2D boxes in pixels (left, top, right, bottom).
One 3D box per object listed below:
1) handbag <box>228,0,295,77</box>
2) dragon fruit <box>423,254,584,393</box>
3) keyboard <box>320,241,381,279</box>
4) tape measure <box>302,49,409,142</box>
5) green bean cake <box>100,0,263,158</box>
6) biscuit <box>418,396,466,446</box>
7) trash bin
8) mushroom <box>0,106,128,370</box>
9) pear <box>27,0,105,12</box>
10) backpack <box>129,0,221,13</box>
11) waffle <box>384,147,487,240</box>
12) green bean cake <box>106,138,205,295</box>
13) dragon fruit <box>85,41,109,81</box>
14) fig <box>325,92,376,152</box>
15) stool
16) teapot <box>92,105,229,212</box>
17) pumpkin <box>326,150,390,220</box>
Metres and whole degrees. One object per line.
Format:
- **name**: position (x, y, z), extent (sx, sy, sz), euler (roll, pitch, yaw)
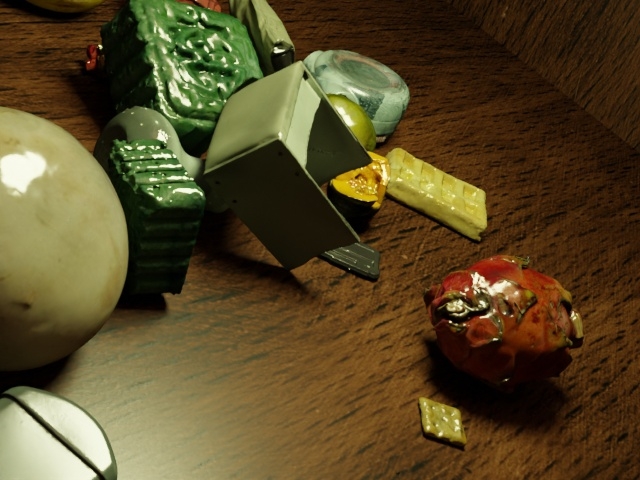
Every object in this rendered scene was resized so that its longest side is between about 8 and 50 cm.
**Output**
- **handbag**: position (-0.124, -0.387, 2.044), extent (0.109, 0.315, 0.253), euler (-19, 53, -13)
- **dragon fruit**: position (0.333, 0.149, 1.704), extent (0.315, 0.250, 0.250), euler (-19, 54, -31)
- **keyboard**: position (0.000, 0.000, 1.829), extent (0.262, 0.016, 0.106), euler (24, 31, -10)
- **tape measure**: position (0.077, -0.356, 2.294), extent (0.275, 0.147, 0.256), euler (7, 36, -28)
- **green bean cake**: position (-0.251, -0.310, 1.831), extent (0.308, 0.169, 0.300), euler (0, 67, -47)
- **biscuit**: position (0.204, 0.302, 1.564), extent (0.081, 0.018, 0.083), euler (21, 31, -15)
- **trash bin**: position (-0.348, 0.274, 1.051), extent (0.177, 0.101, 0.236), euler (39, 34, 11)
- **mushroom**: position (-0.437, 0.003, 1.244), extent (0.362, 0.295, 0.362), euler (36, 42, -40)
- **pear**: position (-0.565, -0.624, 2.019), extent (0.281, 0.280, 0.280), euler (22, 32, -14)
- **backpack**: position (-0.336, -0.553, 2.221), extent (0.229, 0.138, 0.229), euler (20, 32, -13)
- **waffle**: position (0.268, -0.110, 2.184), extent (0.274, 0.057, 0.168), euler (27, 31, -8)
- **green bean cake**: position (-0.277, -0.034, 1.463), extent (0.107, 0.208, 0.193), euler (-7, 36, -35)
- **dragon fruit**: position (-0.391, -0.367, 1.949), extent (0.192, 0.092, 0.122), euler (22, 31, -14)
- **fig**: position (0.044, -0.230, 2.087), extent (0.167, 0.167, 0.233), euler (41, -8, 17)
- **stool**: position (-0.051, -0.135, 1.693), extent (0.269, 0.170, 0.243), euler (50, 32, -31)
- **teapot**: position (-0.266, -0.123, 1.647), extent (0.251, 0.183, 0.183), euler (17, 31, -44)
- **pumpkin**: position (0.076, -0.100, 1.955), extent (0.119, 0.107, 0.183), euler (26, 38, 6)
